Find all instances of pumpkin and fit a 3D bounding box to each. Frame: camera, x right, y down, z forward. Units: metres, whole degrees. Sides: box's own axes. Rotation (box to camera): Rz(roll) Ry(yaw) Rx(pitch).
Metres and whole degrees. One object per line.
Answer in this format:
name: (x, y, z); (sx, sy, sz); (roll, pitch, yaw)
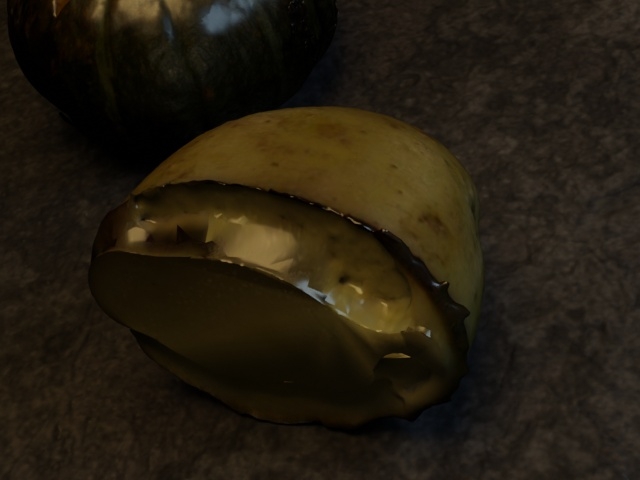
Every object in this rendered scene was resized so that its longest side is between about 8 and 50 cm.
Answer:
pumpkin: (-0.136, -0.218, 1.356); (0.321, 0.192, 0.320); (-9, 41, 8)

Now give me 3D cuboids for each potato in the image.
potato: (0.000, 0.000, 1.079); (0.286, 0.242, 0.242); (-1, 44, 27)
